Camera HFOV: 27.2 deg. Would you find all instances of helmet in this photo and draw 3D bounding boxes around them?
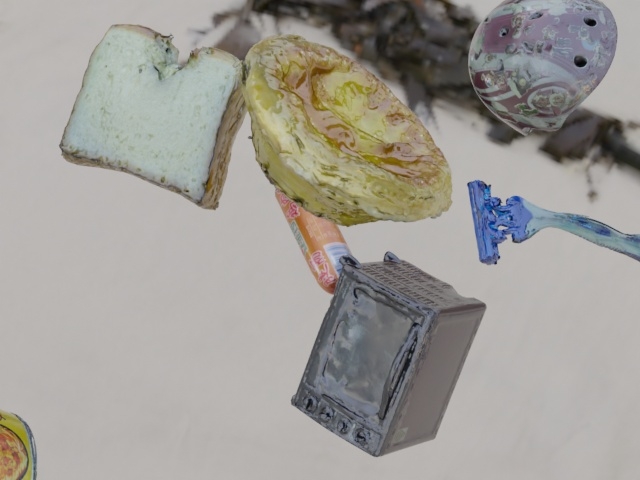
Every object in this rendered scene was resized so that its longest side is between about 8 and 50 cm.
[{"bbox_3d":[0.221,-0.202,1.410,0.107,0.177,0.153,22,75,-19],"label":"helmet"}]

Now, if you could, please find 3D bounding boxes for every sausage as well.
[{"bbox_3d":[0.000,0.000,2.052,0.071,0.071,0.234,-8,50,-23],"label":"sausage"}]

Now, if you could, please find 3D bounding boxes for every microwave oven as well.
[{"bbox_3d":[0.092,0.164,1.911,0.178,0.247,0.188,29,19,32],"label":"microwave oven"}]

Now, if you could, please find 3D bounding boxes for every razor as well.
[{"bbox_3d":[0.303,-0.005,1.501,0.324,0.056,0.093,10,66,-37],"label":"razor"}]

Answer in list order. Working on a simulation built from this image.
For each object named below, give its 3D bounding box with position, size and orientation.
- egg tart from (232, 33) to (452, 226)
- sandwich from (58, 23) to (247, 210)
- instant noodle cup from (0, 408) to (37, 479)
[{"bbox_3d":[0.021,-0.122,1.699,0.341,0.132,0.341,32,29,-20],"label":"egg tart"},{"bbox_3d":[-0.256,-0.205,2.093,0.273,0.095,0.249,19,90,17],"label":"sandwich"},{"bbox_3d":[-0.379,0.227,1.303,0.144,0.182,0.182,19,36,-45],"label":"instant noodle cup"}]
